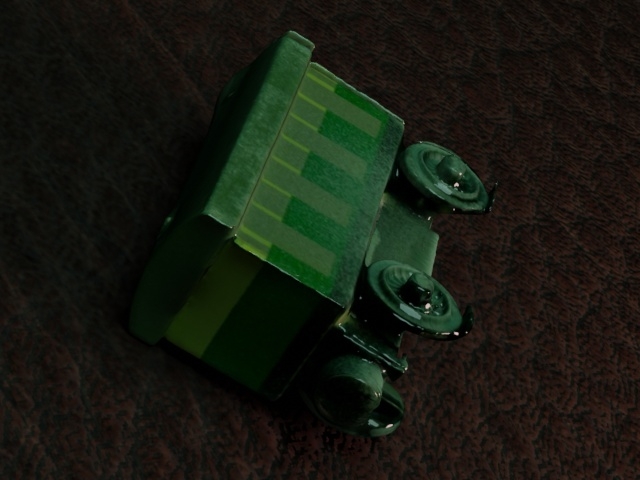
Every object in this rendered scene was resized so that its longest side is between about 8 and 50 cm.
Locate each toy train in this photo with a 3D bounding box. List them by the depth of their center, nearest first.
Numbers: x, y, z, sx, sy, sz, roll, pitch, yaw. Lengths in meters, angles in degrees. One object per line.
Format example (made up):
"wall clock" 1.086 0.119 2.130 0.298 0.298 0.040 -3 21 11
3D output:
"toy train" 0.000 0.000 1.165 0.202 0.120 0.301 31 31 -8
